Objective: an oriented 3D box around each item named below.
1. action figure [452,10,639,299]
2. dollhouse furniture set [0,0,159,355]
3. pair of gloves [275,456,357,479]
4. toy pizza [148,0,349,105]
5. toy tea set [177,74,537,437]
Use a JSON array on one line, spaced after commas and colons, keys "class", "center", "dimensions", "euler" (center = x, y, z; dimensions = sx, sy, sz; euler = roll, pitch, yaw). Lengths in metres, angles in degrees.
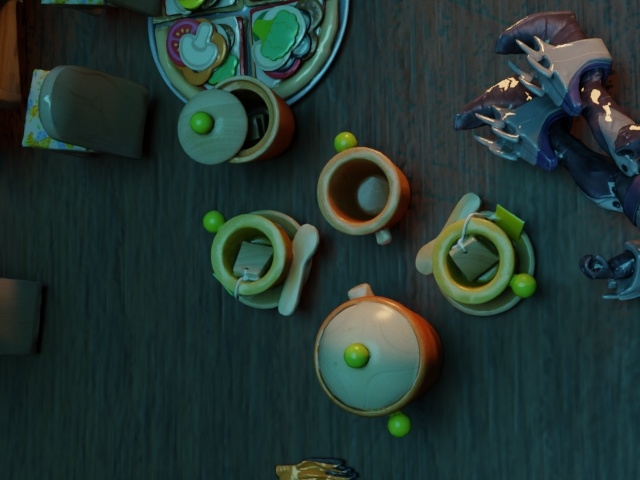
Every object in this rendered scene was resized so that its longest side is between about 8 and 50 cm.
[{"class": "action figure", "center": [0.231, -0.046, 1.232], "dimensions": [0.285, 0.099, 0.185], "euler": [48, 142, 32]}, {"class": "dollhouse furniture set", "center": [-0.373, -0.104, 1.433], "dimensions": [0.362, 0.256, 0.394], "euler": [4, 87, 28]}, {"class": "pair of gloves", "center": [-0.003, 0.225, 1.372], "dimensions": [0.074, 0.010, 0.083], "euler": [-4, 85, 23]}, {"class": "toy pizza", "center": [-0.070, -0.207, 1.440], "dimensions": [0.201, 0.032, 0.201], "euler": [-3, 83, 24]}, {"class": "toy tea set", "center": [0.000, 0.000, 1.324], "dimensions": [0.336, 0.124, 0.200], "euler": [34, 99, 20]}]
